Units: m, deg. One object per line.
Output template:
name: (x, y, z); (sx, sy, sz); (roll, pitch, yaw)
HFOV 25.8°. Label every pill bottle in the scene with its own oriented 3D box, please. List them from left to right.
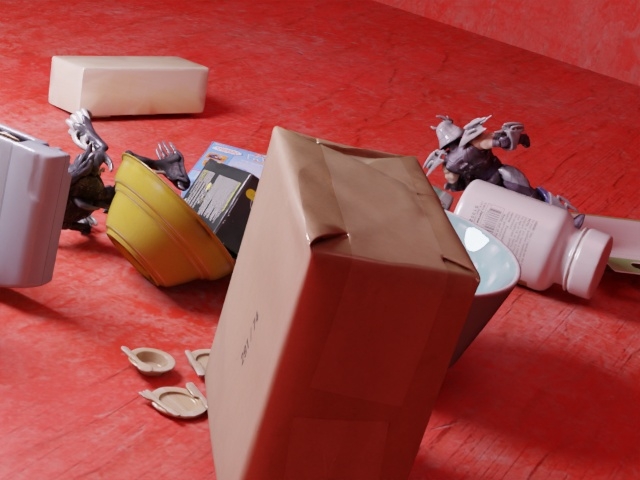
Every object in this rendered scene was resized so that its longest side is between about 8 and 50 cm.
pill bottle: (0.318, 0.003, 2.124); (0.229, 0.131, 0.131); (21, 22, 18)

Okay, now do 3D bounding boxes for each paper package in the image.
paper package: (0.003, 0.094, 1.408); (0.168, 0.325, 0.309); (10, 24, -15)

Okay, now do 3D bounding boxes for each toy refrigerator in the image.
toy refrigerator: (-0.338, -0.271, 2.475); (0.269, 0.094, 0.102); (-6, 22, -43)

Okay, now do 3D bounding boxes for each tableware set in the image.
tableware set: (-0.142, 0.157, 1.603); (0.168, 0.020, 0.141); (-3, 26, -36)

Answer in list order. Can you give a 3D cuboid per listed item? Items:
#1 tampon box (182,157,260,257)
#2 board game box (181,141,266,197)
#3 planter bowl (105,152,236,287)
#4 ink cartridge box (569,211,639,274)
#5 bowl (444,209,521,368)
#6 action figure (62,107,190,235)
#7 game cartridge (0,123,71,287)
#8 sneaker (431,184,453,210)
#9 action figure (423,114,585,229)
tampon box: (-0.105, -0.030, 1.886); (0.120, 0.101, 0.161); (35, -6, -27)
board game box: (-0.121, -0.096, 2.231); (0.160, 0.039, 0.211); (15, 22, 3)
planter bowl: (-0.213, -0.005, 1.813); (0.217, 0.090, 0.217); (43, -11, 11)
ink cartridge box: (0.499, 0.028, 2.280); (0.171, 0.056, 0.235); (7, 25, -16)
bowl: (0.083, 0.068, 1.768); (0.311, 0.163, 0.311); (12, 21, -5)
action figure: (-0.316, -0.083, 1.928); (0.141, 0.164, 0.275); (40, 22, 29)
game cartridge: (-0.445, -0.060, 1.714); (0.297, 0.198, 0.062); (21, 15, 23)
sneaker: (0.117, -0.051, 2.183); (0.151, 0.094, 0.256); (23, 12, 7)
action figure: (0.285, -0.101, 2.228); (0.285, 0.185, 0.099); (42, 59, -7)
